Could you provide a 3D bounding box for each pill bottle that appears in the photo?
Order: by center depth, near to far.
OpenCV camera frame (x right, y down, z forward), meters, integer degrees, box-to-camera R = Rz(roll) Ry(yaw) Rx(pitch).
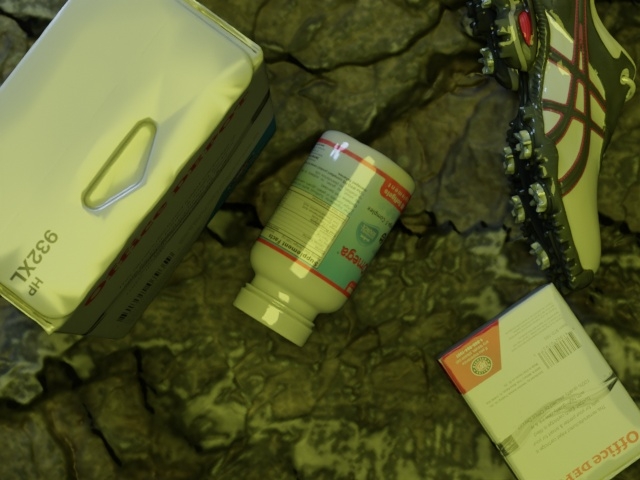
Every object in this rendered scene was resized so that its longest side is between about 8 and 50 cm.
[{"bbox_3d":[0.000,0.000,1.184,0.087,0.087,0.160,31,87,3],"label":"pill bottle"}]

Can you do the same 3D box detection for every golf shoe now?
[{"bbox_3d":[0.200,-0.097,1.187,0.120,0.105,0.272,-10,86,-8],"label":"golf shoe"}]

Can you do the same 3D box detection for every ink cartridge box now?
[{"bbox_3d":[-0.147,-0.053,1.078,0.129,0.307,0.223,37,86,3],"label":"ink cartridge box"},{"bbox_3d":[0.177,0.126,1.185,0.109,0.063,0.150,-34,87,-3],"label":"ink cartridge box"}]
